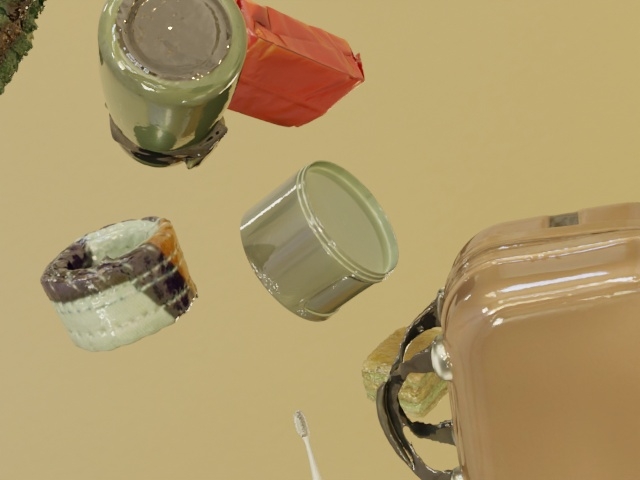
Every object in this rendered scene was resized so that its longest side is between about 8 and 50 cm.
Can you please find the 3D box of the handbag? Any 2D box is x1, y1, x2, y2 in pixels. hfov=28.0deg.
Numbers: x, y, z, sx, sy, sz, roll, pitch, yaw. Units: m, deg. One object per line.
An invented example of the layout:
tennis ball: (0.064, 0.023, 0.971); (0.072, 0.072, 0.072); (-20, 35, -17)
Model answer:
handbag: (0.187, 0.127, 1.078); (0.149, 0.283, 0.301); (-79, 161, -59)

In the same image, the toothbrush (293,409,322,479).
toothbrush: (0.004, 0.402, 1.992); (0.025, 0.020, 0.286); (23, 49, -75)

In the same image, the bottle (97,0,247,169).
bottle: (-0.185, -0.189, 1.559); (0.168, 0.168, 0.347); (58, -15, 8)

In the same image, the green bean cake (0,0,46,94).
green bean cake: (-0.540, -0.331, 2.107); (0.107, 0.193, 0.208); (47, 32, -52)

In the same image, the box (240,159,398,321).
box: (0.000, 0.000, 2.096); (0.226, 0.149, 0.226); (37, 32, -28)

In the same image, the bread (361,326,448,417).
bread: (0.180, 0.238, 2.446); (0.196, 0.138, 0.102); (-37, 132, -42)

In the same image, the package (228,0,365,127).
package: (-0.103, -0.325, 2.359); (0.424, 0.196, 0.123); (16, 44, -50)

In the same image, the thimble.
thimble: (-0.320, 0.066, 2.033); (0.237, 0.237, 0.150); (-95, 166, -71)
